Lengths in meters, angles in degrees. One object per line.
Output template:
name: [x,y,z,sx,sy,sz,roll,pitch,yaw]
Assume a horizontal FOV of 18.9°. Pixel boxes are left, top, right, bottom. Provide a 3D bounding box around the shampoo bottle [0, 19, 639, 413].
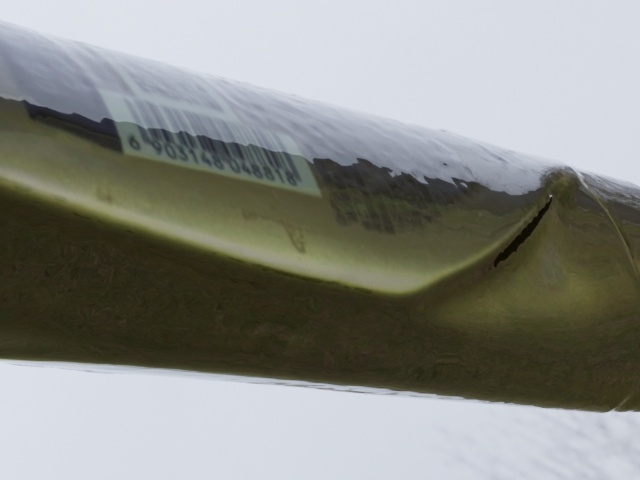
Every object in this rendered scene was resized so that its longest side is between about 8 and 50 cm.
shampoo bottle: [0.000,0.000,0.602,0.350,0.125,0.084,9,-65,-43]
